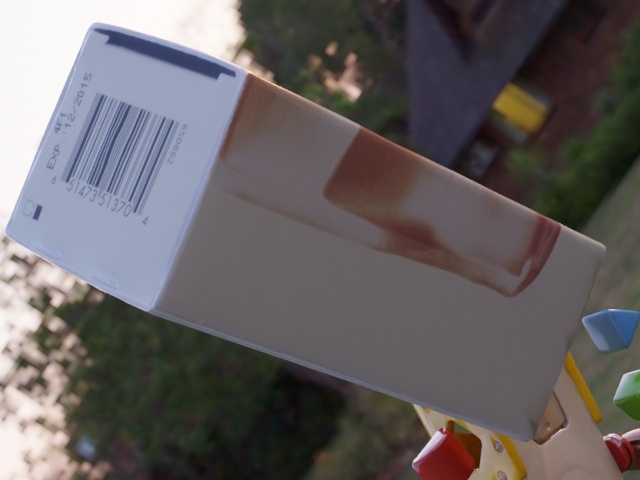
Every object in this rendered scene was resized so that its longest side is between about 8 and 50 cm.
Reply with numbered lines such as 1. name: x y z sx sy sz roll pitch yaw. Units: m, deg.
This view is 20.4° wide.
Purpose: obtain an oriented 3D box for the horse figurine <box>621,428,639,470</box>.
1. horse figurine: 0.232 0.251 1.298 0.066 0.174 0.263 167 106 -82

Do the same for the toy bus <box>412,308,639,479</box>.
1. toy bus: 0.131 0.132 1.221 0.104 0.191 0.202 -26 46 55

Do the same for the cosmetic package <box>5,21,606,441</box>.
1. cosmetic package: 0.000 0.000 0.975 0.153 0.296 0.129 22 89 47
